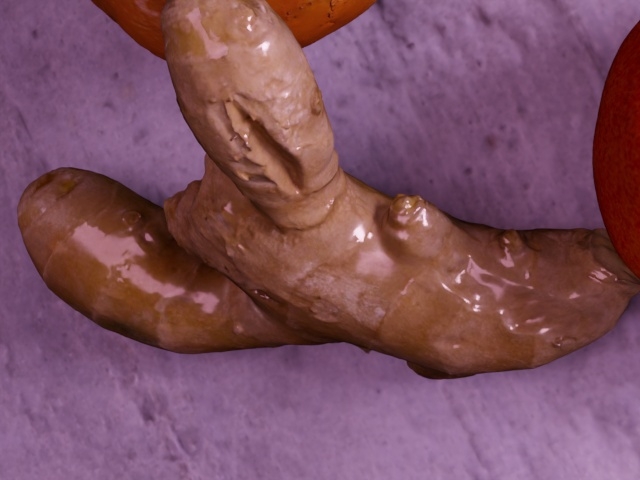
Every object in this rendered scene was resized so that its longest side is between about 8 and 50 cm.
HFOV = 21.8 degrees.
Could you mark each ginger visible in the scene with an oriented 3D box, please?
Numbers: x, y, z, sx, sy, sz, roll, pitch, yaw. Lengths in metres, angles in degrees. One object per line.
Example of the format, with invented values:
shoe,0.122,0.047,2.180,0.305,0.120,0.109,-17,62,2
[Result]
ginger,-0.012,0.017,1.079,0.348,0.122,0.363,35,138,-11

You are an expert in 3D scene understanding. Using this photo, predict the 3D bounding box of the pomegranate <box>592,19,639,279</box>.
pomegranate,0.273,-0.038,0.914,0.257,0.221,0.221,41,108,9

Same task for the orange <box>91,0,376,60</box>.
orange,-0.055,-0.229,1.036,0.240,0.240,0.240,1,93,24
